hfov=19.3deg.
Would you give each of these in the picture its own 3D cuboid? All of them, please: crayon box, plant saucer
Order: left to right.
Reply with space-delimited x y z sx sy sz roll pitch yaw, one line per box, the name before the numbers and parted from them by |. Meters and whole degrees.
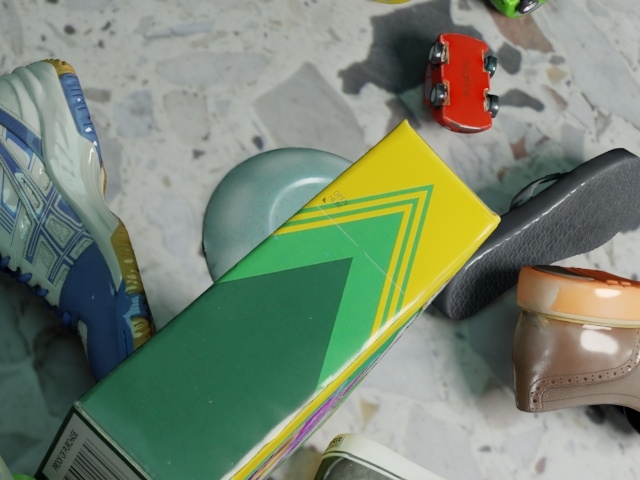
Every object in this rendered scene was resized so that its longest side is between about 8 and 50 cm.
crayon box | -0.066 0.116 1.310 0.106 0.363 0.313 44 58 5
plant saucer | 0.000 0.000 1.585 0.195 0.037 0.195 9 63 -17

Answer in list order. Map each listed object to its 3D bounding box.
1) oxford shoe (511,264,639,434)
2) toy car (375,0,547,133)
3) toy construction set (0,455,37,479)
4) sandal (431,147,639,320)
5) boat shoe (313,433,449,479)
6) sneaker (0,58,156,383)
oxford shoe | 0.317 0.106 1.624 0.364 0.130 0.132 8 95 -24
toy car | 0.142 -0.217 1.737 0.225 0.053 0.239 -24 76 -29
toy construction set | -0.180 0.272 1.192 0.327 0.215 0.151 48 27 -16
sandal | 0.188 -0.020 1.638 0.254 0.097 0.054 -26 49 -30
boat shoe | 0.094 0.232 1.485 0.219 0.078 0.070 25 58 2
sneaker | -0.215 0.006 1.479 0.131 0.112 0.296 -18 70 -9
